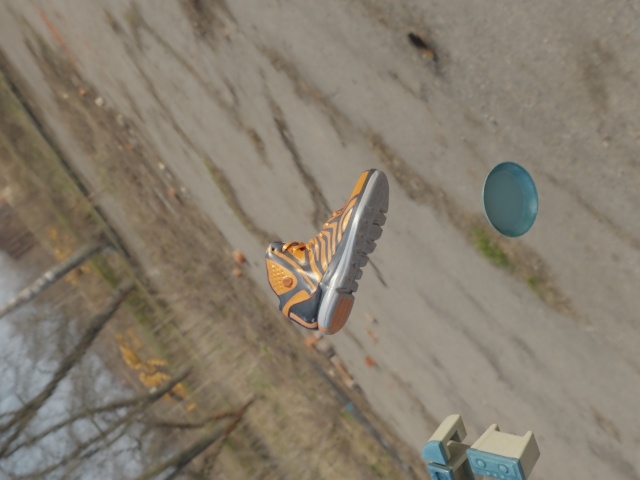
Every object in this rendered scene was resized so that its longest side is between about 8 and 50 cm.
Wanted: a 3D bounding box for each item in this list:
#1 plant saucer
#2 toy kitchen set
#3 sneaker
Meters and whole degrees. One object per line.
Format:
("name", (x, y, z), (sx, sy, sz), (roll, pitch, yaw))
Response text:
("plant saucer", (0.290, -0.063, 1.532), (0.021, 0.119, 0.119), (-7, 122, 56))
("toy kitchen set", (0.232, 0.370, 1.391), (0.166, 0.122, 0.207), (5, 127, 42))
("sneaker", (0.000, 0.000, 1.822), (0.180, 0.321, 0.124), (20, 175, 26))
